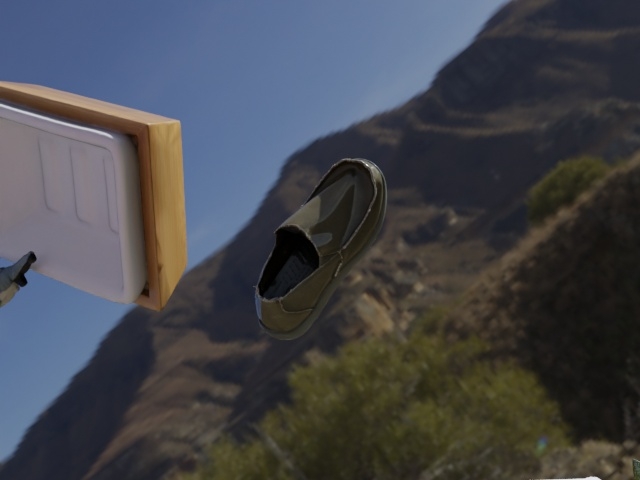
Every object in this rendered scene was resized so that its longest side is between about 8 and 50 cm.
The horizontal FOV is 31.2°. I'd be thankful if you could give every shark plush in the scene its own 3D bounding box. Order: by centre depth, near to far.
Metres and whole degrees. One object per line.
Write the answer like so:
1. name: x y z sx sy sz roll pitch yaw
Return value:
1. shark plush: -0.402 0.054 1.366 0.161 0.067 0.073 -18 28 41

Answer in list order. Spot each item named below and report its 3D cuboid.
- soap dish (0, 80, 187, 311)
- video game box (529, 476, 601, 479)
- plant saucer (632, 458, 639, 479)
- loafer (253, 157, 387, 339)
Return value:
1. soap dish: -0.284 -0.063 1.351 0.118 0.291 0.228 -30 -52 -47
2. video game box: 0.212 0.353 1.204 0.187 0.205 0.048 4 9 -23
3. plant saucer: 0.565 0.403 1.704 0.037 0.241 0.241 -59 -5 -3
4. loafer: 0.000 0.000 1.380 0.251 0.094 0.087 -62 -26 -17
